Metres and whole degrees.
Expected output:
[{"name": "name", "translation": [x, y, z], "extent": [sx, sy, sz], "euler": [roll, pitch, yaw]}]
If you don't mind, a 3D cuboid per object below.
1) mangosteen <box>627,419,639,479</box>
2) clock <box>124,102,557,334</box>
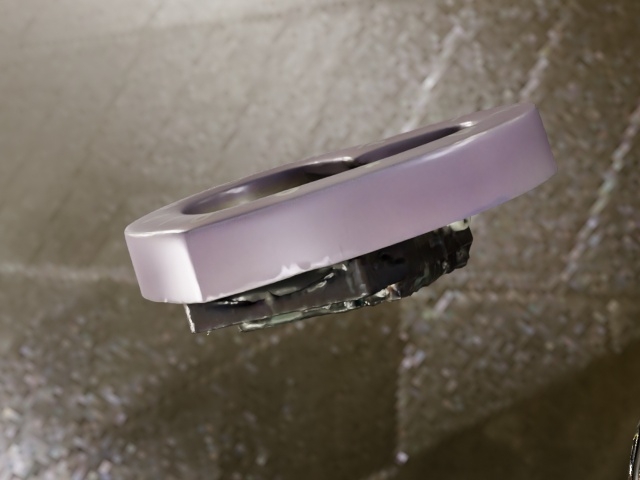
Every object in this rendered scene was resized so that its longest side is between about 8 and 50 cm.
[{"name": "mangosteen", "translation": [0.277, 0.104, 0.950], "extent": [0.233, 0.287, 0.288], "euler": [-6, 55, 48]}, {"name": "clock", "translation": [0.000, 0.000, 0.857], "extent": [0.198, 0.064, 0.172], "euler": [-14, 8, 35]}]
